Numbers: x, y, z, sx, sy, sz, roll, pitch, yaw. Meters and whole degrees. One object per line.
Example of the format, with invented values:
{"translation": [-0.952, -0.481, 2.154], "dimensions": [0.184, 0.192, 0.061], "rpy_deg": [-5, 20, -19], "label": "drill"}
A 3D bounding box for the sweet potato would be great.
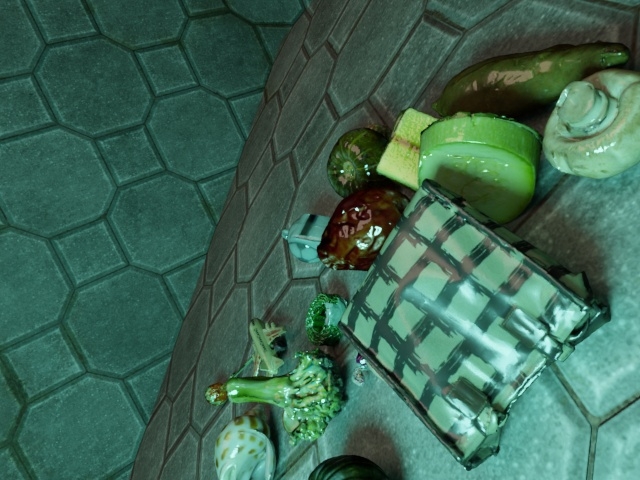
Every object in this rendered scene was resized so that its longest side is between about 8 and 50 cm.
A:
{"translation": [0.376, -0.294, 0.836], "dimensions": [0.422, 0.130, 0.131], "rpy_deg": [11, 79, 62], "label": "sweet potato"}

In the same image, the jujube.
{"translation": [0.105, -0.022, 1.083], "dimensions": [0.290, 0.197, 0.197], "rpy_deg": [-35, 39, 51], "label": "jujube"}

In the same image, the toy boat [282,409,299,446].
{"translation": [-0.054, 0.443, 1.157], "dimensions": [0.089, 0.071, 0.185], "rpy_deg": [15, 81, 23], "label": "toy boat"}

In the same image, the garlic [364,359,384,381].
{"translation": [0.149, 0.224, 0.917], "dimensions": [0.148, 0.128, 0.267], "rpy_deg": [130, 142, -57], "label": "garlic"}

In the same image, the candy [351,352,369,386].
{"translation": [0.114, 0.244, 1.014], "dimensions": [0.045, 0.043, 0.175], "rpy_deg": [-4, 62, 60], "label": "candy"}

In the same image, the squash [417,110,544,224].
{"translation": [0.271, -0.130, 0.789], "dimensions": [0.220, 0.220, 0.133], "rpy_deg": [-13, 55, 61], "label": "squash"}

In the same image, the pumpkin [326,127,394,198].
{"translation": [0.120, -0.205, 1.232], "dimensions": [0.219, 0.162, 0.219], "rpy_deg": [28, 126, 47], "label": "pumpkin"}

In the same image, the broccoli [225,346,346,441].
{"translation": [-0.072, 0.380, 1.046], "dimensions": [0.177, 0.274, 0.199], "rpy_deg": [81, 168, -62], "label": "broccoli"}

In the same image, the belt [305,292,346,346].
{"translation": [0.024, 0.211, 1.196], "dimensions": [0.121, 0.079, 0.152], "rpy_deg": [40, 118, 54], "label": "belt"}

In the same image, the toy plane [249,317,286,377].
{"translation": [-0.178, 0.345, 1.456], "dimensions": [0.242, 0.104, 0.256], "rpy_deg": [-61, 25, 21], "label": "toy plane"}

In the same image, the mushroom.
{"translation": [0.408, -0.171, 0.656], "dimensions": [0.166, 0.127, 0.167], "rpy_deg": [-163, 90, -71], "label": "mushroom"}

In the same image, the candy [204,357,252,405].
{"translation": [-0.343, 0.528, 1.693], "dimensions": [0.288, 0.084, 0.078], "rpy_deg": [-48, 26, 23], "label": "candy"}

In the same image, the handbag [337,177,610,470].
{"translation": [0.215, 0.117, 0.711], "dimensions": [0.327, 0.162, 0.325], "rpy_deg": [48, 117, 46], "label": "handbag"}

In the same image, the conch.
{"translation": [-0.204, 0.586, 1.246], "dimensions": [0.149, 0.182, 0.275], "rpy_deg": [87, -170, -58], "label": "conch"}

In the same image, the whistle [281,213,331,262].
{"translation": [0.000, 0.000, 1.371], "dimensions": [0.289, 0.163, 0.164], "rpy_deg": [10, 76, 29], "label": "whistle"}

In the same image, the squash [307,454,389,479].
{"translation": [0.048, 0.489, 0.781], "dimensions": [0.218, 0.172, 0.219], "rpy_deg": [177, 90, -86], "label": "squash"}

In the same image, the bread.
{"translation": [0.284, -0.168, 1.018], "dimensions": [0.264, 0.163, 0.168], "rpy_deg": [33, 99, 31], "label": "bread"}

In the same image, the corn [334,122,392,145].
{"translation": [0.121, -0.297, 1.402], "dimensions": [0.289, 0.098, 0.098], "rpy_deg": [4, 73, 67], "label": "corn"}
